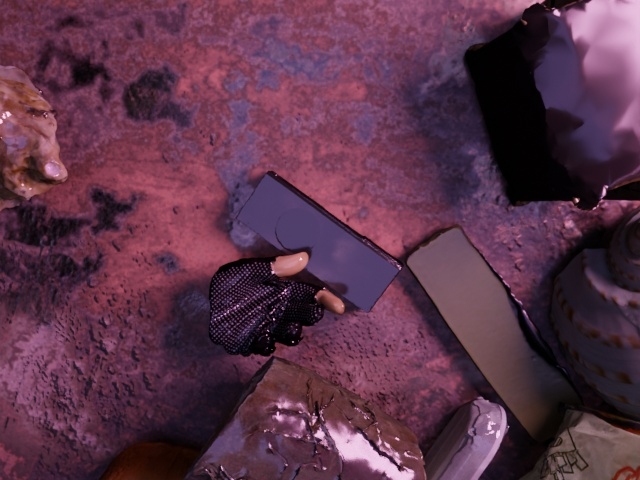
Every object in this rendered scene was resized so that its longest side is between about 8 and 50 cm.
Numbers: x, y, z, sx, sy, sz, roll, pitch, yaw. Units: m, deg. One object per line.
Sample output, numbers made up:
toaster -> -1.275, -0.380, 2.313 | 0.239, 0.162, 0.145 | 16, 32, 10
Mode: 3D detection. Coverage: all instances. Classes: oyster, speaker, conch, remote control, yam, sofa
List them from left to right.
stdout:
oyster -> -0.491, -0.134, 0.784 | 0.351, 0.115, 0.238 | 14, 99, 2
yam -> -0.002, 0.278, 0.763 | 0.271, 0.202, 0.201 | 35, 98, -4
speaker -> 0.000, 0.000, 0.805 | 0.218, 0.044, 0.082 | 36, 98, -1
remote control -> 0.164, 0.317, 0.808 | 0.052, 0.104, 0.247 | 32, 98, -2
sofa -> 0.309, -0.165, 0.699 | 0.182, 0.200, 0.258 | -20, 95, -5
conch -> 0.450, 0.109, 0.714 | 0.303, 0.215, 0.319 | -41, 92, 18

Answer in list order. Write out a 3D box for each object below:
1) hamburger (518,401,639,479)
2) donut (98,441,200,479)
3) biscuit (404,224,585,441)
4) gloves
hamburger -> 0.332, 0.329, 0.680 | 0.260, 0.150, 0.276 | 29, 91, 42
donut -> -0.224, 0.397, 0.841 | 0.226, 0.114, 0.226 | 1, 99, 5
biscuit -> 0.239, 0.126, 0.811 | 0.099, 0.038, 0.322 | -36, 95, 11
gloves -> -0.050, 0.089, 0.781 | 0.181, 0.106, 0.129 | 3, 64, 19
